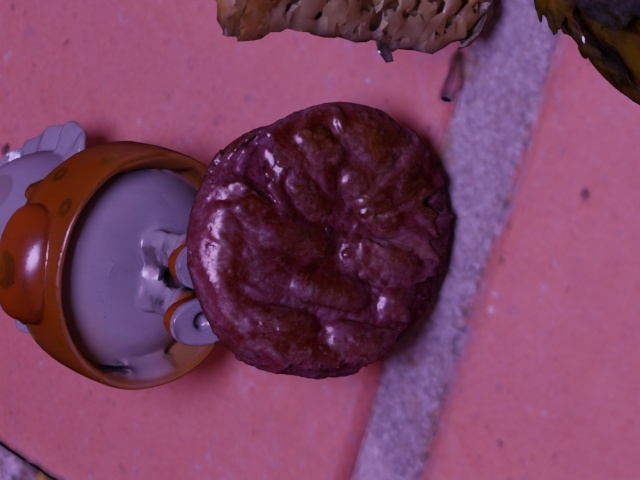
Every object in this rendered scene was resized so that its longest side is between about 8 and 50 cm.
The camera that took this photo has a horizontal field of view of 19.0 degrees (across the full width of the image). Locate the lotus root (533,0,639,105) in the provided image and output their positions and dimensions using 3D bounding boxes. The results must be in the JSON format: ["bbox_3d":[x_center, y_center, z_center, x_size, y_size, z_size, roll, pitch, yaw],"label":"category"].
[{"bbox_3d":[0.263,-0.091,0.772,0.397,0.196,0.179,15,113,32],"label":"lotus root"}]

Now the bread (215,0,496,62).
[{"bbox_3d":[-0.052,-0.252,0.961,0.315,0.248,0.279,21,105,38],"label":"bread"}]

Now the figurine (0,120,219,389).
[{"bbox_3d":[-0.132,0.004,1.128,0.271,0.143,0.143,-155,67,-67],"label":"figurine"}]

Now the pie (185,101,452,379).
[{"bbox_3d":[0.000,0.000,1.015,0.036,0.154,0.154,-172,78,-69],"label":"pie"}]
